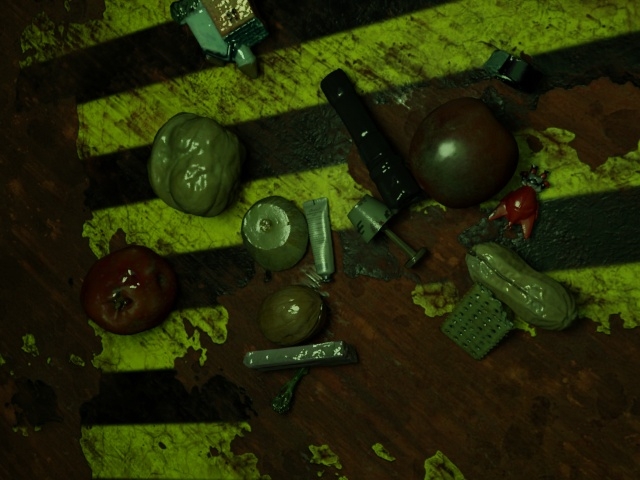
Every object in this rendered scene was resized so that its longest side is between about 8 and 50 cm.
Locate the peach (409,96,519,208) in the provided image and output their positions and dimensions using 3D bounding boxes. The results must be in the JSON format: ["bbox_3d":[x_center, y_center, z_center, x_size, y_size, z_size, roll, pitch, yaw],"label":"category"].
[{"bbox_3d":[0.331,-0.201,1.319,0.252,0.252,0.253,1,93,20],"label":"peach"}]

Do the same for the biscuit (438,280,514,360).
[{"bbox_3d":[0.389,0.205,1.381,0.144,0.016,0.203,40,134,13],"label":"biscuit"}]

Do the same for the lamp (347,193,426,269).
[{"bbox_3d":[0.171,-0.021,1.446,0.214,0.121,0.121,44,106,3],"label":"lamp"}]

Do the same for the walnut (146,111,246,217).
[{"bbox_3d":[-0.343,-0.209,1.550,0.281,0.253,0.277,13,94,20],"label":"walnut"}]

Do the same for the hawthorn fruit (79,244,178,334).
[{"bbox_3d":[-0.562,0.152,1.641,0.275,0.300,0.276,-1,101,-3],"label":"hawthorn fruit"}]

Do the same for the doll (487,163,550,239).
[{"bbox_3d":[0.494,-0.099,1.355,0.109,0.057,0.169,29,102,14],"label":"doll"}]

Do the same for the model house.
[{"bbox_3d":[-0.247,-0.583,1.563,0.253,0.184,0.291,-23,98,13],"label":"model house"}]

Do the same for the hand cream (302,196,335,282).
[{"bbox_3d":[0.000,0.000,1.550,0.080,0.050,0.234,-11,84,26],"label":"hand cream"}]

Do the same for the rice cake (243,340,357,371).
[{"bbox_3d":[-0.056,0.316,1.517,0.297,0.106,0.050,-10,66,16],"label":"rice cake"}]

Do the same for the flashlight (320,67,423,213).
[{"bbox_3d":[0.124,-0.264,1.438,0.103,0.103,0.424,-34,71,18],"label":"flashlight"}]

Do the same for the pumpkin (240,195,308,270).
[{"bbox_3d":[-0.147,-0.021,1.559,0.217,0.110,0.218,-1,88,26],"label":"pumpkin"}]

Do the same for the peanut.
[{"bbox_3d":[0.476,0.109,1.336,0.290,0.130,0.130,37,104,17],"label":"peanut"}]

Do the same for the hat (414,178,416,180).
[{"bbox_3d":[0.220,-0.155,1.468,0.087,0.042,0.058,34,99,50],"label":"hat"}]

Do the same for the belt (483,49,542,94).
[{"bbox_3d":[0.457,-0.400,1.332,0.140,0.105,0.058,39,105,25],"label":"belt"}]

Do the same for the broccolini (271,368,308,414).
[{"bbox_3d":[-0.062,0.401,1.587,0.058,0.067,0.216,38,95,11],"label":"broccolini"}]

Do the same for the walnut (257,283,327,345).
[{"bbox_3d":[-0.077,0.203,1.520,0.207,0.167,0.168,-27,83,31],"label":"walnut"}]
